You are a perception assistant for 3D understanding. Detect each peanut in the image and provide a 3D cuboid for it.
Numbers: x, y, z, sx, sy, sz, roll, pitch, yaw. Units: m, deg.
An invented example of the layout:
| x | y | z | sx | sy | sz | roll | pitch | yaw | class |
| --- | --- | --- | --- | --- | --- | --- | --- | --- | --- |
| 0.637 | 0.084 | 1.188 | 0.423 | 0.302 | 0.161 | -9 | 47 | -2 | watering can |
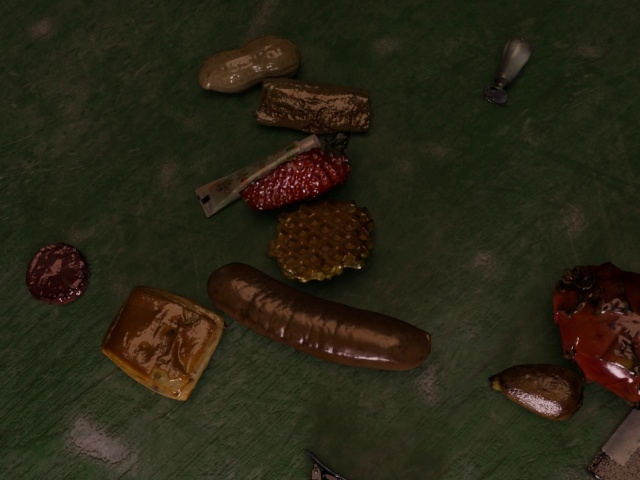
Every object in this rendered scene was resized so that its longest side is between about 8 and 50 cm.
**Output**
| x | y | z | sx | sy | sz | roll | pitch | yaw | class |
| --- | --- | --- | --- | --- | --- | --- | --- | --- | --- |
| -0.173 | -0.429 | 1.979 | 0.256 | 0.123 | 0.124 | -11 | 68 | 7 | peanut |

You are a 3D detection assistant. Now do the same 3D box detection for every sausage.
| x | y | z | sx | sy | sz | roll | pitch | yaw | class |
| --- | --- | --- | --- | --- | --- | --- | --- | --- | --- |
| -0.014 | 0.173 | 1.719 | 0.500 | 0.123 | 0.136 | 19 | 89 | 14 | sausage |

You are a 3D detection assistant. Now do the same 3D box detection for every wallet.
| x | y | z | sx | sy | sz | roll | pitch | yaw | class |
| --- | --- | --- | --- | --- | --- | --- | --- | --- | --- |
| 0.686 | 0.446 | 1.570 | 0.262 | 0.071 | 0.221 | 38 | 83 | 22 | wallet |

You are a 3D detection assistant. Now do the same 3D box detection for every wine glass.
| x | y | z | sx | sy | sz | roll | pitch | yaw | class |
| --- | --- | --- | --- | --- | --- | --- | --- | --- | --- |
| 0.440 | -0.400 | 1.915 | 0.072 | 0.072 | 0.155 | 24 | 75 | 15 | wine glass |

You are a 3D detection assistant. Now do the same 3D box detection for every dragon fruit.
| x | y | z | sx | sy | sz | roll | pitch | yaw | class |
| --- | --- | --- | --- | --- | --- | --- | --- | --- | --- |
| 0.603 | 0.182 | 1.593 | 0.315 | 0.250 | 0.250 | 21 | 73 | 29 | dragon fruit |

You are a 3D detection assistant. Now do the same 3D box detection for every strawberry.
| x | y | z | sx | sy | sz | roll | pitch | yaw | class |
| --- | --- | --- | --- | --- | --- | --- | --- | --- | --- |
| -0.034 | -0.135 | 1.825 | 0.286 | 0.188 | 0.106 | -30 | 84 | 7 | strawberry |

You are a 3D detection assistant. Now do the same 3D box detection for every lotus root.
| x | y | z | sx | sy | sz | roll | pitch | yaw | class |
| --- | --- | --- | --- | --- | --- | --- | --- | --- | --- |
| 0.431 | 0.298 | 1.637 | 0.190 | 0.094 | 0.108 | 10 | 77 | 15 | lotus root |

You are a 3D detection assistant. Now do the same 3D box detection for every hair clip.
| x | y | z | sx | sy | sz | roll | pitch | yaw | class |
| --- | --- | --- | --- | --- | --- | --- | --- | --- | --- |
| 0.094 | 0.490 | 1.636 | 0.275 | 0.048 | 0.083 | 12 | 69 | 6 | hair clip |

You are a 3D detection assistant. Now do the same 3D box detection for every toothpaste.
| x | y | z | sx | sy | sz | roll | pitch | yaw | class |
| --- | --- | --- | --- | --- | --- | --- | --- | --- | --- |
| -0.142 | -0.159 | 1.904 | 0.314 | 0.056 | 0.058 | -28 | 25 | 2 | toothpaste |

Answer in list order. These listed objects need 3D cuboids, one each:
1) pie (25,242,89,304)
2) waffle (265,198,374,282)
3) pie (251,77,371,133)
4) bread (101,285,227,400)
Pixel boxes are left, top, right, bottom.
| x | y | z | sx | sy | sz | roll | pitch | yaw | class |
| --- | --- | --- | --- | --- | --- | --- | --- | --- | --- |
| -0.607 | 0.077 | 1.875 | 0.154 | 0.036 | 0.155 | -2 | 69 | 6 | pie |
| 0.000 | 0.000 | 1.784 | 0.243 | 0.059 | 0.238 | -7 | 45 | 4 | waffle |
| -0.020 | -0.317 | 1.934 | 0.282 | 0.068 | 0.129 | 7 | 88 | 2 | pie |
| -0.344 | 0.211 | 1.759 | 0.235 | 0.099 | 0.211 | 24 | 74 | 15 | bread |
